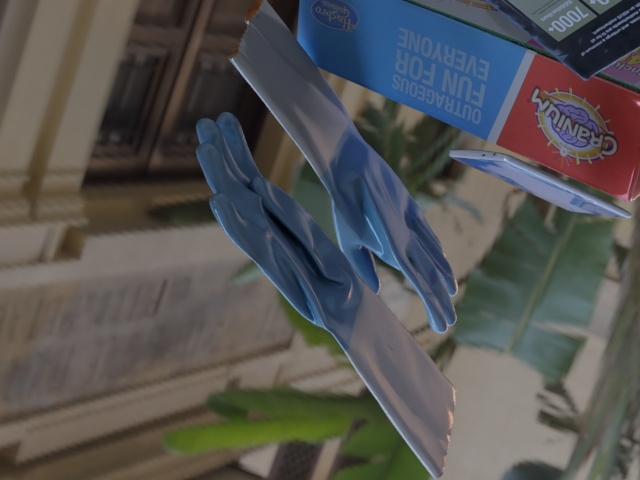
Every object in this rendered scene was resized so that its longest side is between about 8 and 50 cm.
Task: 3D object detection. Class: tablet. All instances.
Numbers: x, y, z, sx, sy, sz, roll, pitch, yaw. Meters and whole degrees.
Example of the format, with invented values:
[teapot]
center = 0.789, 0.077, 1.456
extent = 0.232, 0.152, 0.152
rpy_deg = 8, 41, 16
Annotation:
[tablet]
center = 0.110, -0.029, 0.748
extent = 0.083, 0.006, 0.054
rpy_deg = 21, 176, -27

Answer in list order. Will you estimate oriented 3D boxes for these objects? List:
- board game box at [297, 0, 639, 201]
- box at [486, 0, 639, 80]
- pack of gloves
[board game box]
center = 0.177, -0.145, 0.942
extent = 0.242, 0.064, 0.316
rpy_deg = 28, -143, 32
[box]
center = 0.105, -0.156, 0.474
extent = 0.147, 0.180, 0.077
rpy_deg = 33, -134, -27
[pack of gloves]
center = 0.000, 0.000, 0.854
extent = 0.232, 0.046, 0.195
rpy_deg = 52, -151, -21
